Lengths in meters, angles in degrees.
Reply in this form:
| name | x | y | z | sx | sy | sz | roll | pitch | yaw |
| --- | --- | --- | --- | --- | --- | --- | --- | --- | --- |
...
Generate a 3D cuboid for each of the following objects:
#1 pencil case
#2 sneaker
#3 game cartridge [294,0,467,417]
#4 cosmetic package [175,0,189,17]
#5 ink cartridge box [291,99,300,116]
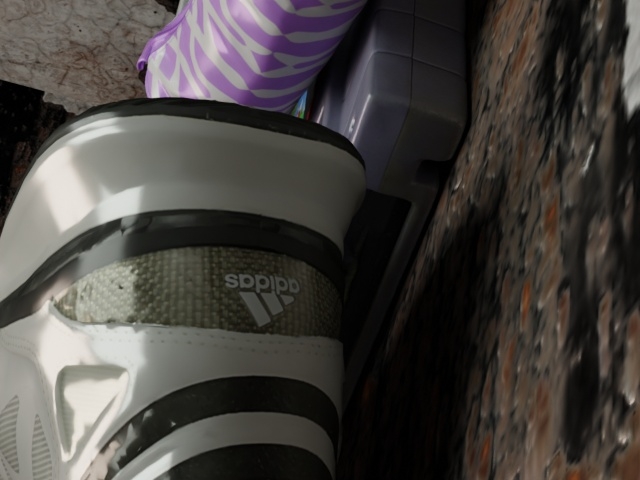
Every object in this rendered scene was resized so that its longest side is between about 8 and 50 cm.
| name | x | y | z | sx | sy | sz | roll | pitch | yaw |
| --- | --- | --- | --- | --- | --- | --- | --- | --- | --- |
| pencil case | -0.026 | -0.119 | 0.675 | 0.206 | 0.088 | 0.086 | 127 | 162 | -58 |
| sneaker | -0.111 | 0.136 | 0.637 | 0.447 | 0.169 | 0.257 | 137 | 138 | -61 |
| game cartridge | 0.000 | 0.000 | 0.784 | 0.230 | 0.068 | 0.355 | -90 | 15 | -49 |
| cosmetic package | -0.114 | -0.085 | 1.306 | 0.377 | 0.097 | 0.284 | 156 | 125 | -82 |
| ink cartridge box | 0.004 | -0.134 | 1.012 | 0.209 | 0.062 | 0.109 | -97 | 22 | -74 |
